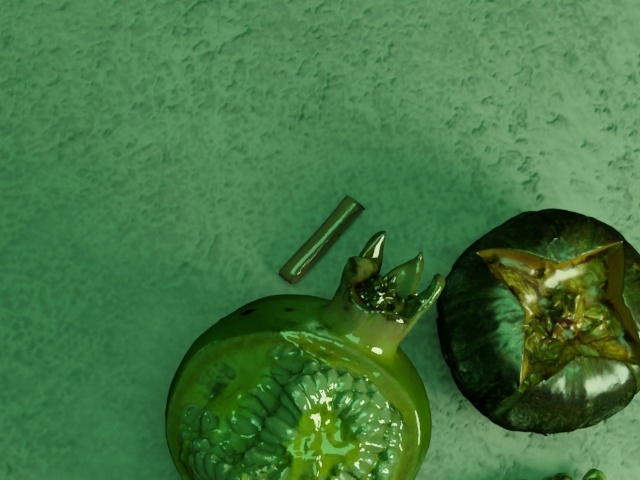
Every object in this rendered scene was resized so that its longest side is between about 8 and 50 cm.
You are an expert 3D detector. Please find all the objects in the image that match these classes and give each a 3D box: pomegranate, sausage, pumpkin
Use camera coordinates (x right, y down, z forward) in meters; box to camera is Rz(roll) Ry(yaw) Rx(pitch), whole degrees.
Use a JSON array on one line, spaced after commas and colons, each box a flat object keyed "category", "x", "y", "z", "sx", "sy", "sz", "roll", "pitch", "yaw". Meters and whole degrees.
[{"category": "pomegranate", "x": -0.001, "y": 0.149, "z": 1.821, "sx": 0.260, "sy": 0.260, "sz": 0.341, "roll": 37, "pitch": 102, "yaw": 4}, {"category": "sausage", "x": 0.000, "y": 0.000, "z": 1.975, "sx": 0.026, "sy": 0.026, "sz": 0.116, "roll": 42, "pitch": 79, "yaw": 5}, {"category": "pumpkin", "x": 0.233, "y": 0.087, "z": 1.906, "sx": 0.238, "sy": 0.159, "sz": 0.238, "roll": 2, "pitch": 80, "yaw": -12}]

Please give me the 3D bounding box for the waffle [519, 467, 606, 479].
[{"category": "waffle", "x": 0.230, "y": 0.347, "z": 1.903, "sx": 0.223, "sy": 0.054, "sz": 0.204, "roll": -25, "pitch": 79, "yaw": -9}]
